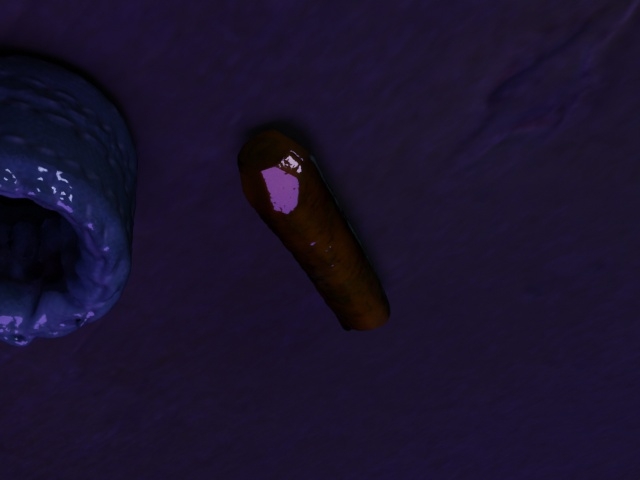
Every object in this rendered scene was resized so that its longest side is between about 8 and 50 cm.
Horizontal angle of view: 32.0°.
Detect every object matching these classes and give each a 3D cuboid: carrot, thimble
[{"bbox_3d":[0.000,0.000,1.004,0.070,0.070,0.260,-17,141,14],"label":"carrot"},{"bbox_3d":[-0.247,-0.032,0.881,0.198,0.143,0.235,-8,138,3],"label":"thimble"}]
